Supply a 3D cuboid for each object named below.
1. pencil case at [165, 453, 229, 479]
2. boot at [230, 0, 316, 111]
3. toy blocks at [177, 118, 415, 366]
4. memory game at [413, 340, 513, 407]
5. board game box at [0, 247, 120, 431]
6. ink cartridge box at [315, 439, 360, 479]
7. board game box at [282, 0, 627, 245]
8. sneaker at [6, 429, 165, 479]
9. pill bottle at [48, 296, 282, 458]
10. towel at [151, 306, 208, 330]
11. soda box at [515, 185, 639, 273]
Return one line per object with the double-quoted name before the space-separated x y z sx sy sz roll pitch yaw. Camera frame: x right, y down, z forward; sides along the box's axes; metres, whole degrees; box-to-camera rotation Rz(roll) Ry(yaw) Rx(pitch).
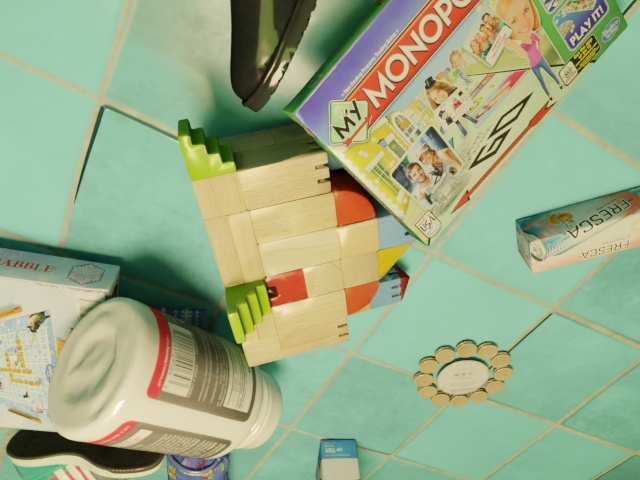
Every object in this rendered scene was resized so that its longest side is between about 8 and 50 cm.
"pencil case" -0.242 0.488 0.952 0.133 0.119 0.307 13 125 7
"boot" -0.097 -0.273 0.436 0.207 0.094 0.247 20 115 -20
"toy blocks" 0.000 0.000 0.607 0.260 0.191 0.382 -14 125 -7
"memory game" 0.265 0.251 0.874 0.185 0.012 0.186 -2 125 -2
"board game box" -0.476 0.155 0.702 0.317 0.066 0.319 10 120 -12
"ink cartridge box" 0.038 0.527 0.949 0.082 0.191 0.140 3 125 -4
"board game box" 0.144 -0.178 0.480 0.213 0.046 0.317 39 94 -27
"sneaker" -0.438 0.454 0.916 0.295 0.124 0.179 3 120 5
"pill bottle" -0.196 0.216 0.683 0.176 0.177 0.318 -29 140 17
"towel" -0.363 0.196 0.801 0.335 0.040 0.244 5 122 -8
"soda box" 0.377 -0.015 0.663 0.182 0.058 0.063 -17 124 8
